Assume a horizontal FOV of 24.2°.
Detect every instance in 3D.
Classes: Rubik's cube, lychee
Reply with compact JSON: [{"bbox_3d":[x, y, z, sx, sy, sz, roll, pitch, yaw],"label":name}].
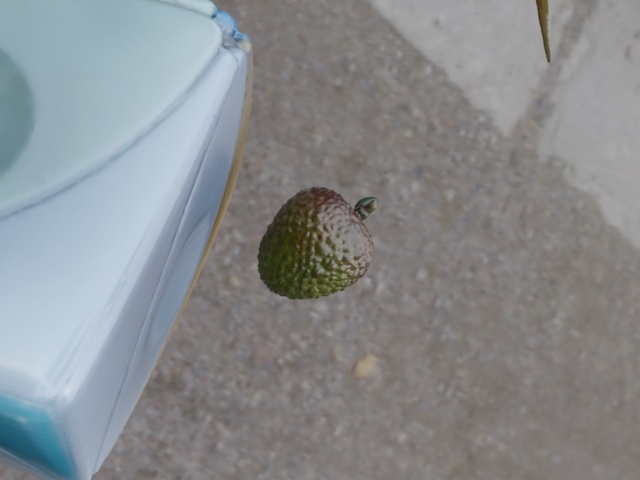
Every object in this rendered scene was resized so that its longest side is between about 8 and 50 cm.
[{"bbox_3d":[-0.270,-0.034,1.176,0.352,0.351,0.347,113,1,-71],"label":"Rubik's cube"},{"bbox_3d":[0.000,0.000,1.534,0.146,0.114,0.114,-35,135,1],"label":"lychee"}]

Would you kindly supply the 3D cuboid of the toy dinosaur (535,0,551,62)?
[{"bbox_3d":[0.206,-0.272,1.445,0.039,0.126,0.162,-2,120,-53],"label":"toy dinosaur"}]
